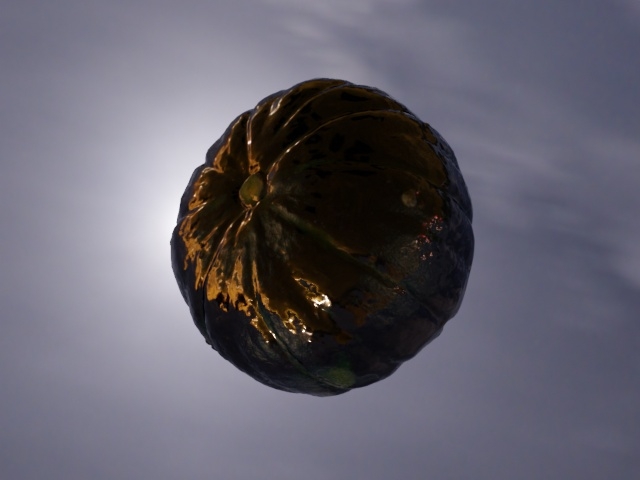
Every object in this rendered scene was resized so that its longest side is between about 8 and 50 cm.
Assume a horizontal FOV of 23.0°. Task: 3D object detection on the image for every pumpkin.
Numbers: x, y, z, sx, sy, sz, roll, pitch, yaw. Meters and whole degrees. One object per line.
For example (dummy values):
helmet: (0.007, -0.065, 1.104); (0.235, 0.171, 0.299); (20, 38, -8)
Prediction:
pumpkin: (0.000, 0.000, 1.799); (0.266, 0.363, 0.363); (30, -163, -46)
